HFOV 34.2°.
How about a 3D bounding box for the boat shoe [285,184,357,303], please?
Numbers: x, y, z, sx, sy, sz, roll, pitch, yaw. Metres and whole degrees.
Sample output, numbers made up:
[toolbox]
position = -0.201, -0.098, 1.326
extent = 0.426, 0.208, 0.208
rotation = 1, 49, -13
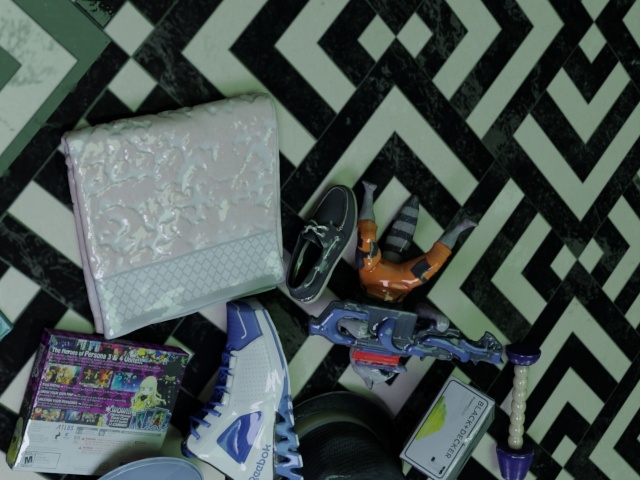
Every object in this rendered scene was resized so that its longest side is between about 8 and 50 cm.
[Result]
[boat shoe]
position = 0.000, 0.000, 1.669
extent = 0.206, 0.075, 0.065
rotation = -68, 153, -8

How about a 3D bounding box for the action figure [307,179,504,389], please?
[action figure]
position = 0.154, 0.100, 1.767
extent = 0.341, 0.178, 0.330
rotation = 18, 99, -12

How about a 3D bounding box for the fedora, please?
[fedora]
position = 0.045, 0.424, 1.796
extent = 0.334, 0.152, 0.334
rotation = -11, 109, -32

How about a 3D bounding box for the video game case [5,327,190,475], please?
[video game case]
position = -0.329, 0.248, 1.552
extent = 0.232, 0.042, 0.210
rotation = 13, 98, -37

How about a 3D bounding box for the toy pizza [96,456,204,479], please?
[toy pizza]
position = -0.279, 0.393, 1.604
extent = 0.201, 0.032, 0.201
rotation = -15, 136, -15

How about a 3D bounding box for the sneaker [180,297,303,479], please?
[sneaker]
position = -0.138, 0.260, 1.625
extent = 0.182, 0.127, 0.316
rotation = -11, 97, -12

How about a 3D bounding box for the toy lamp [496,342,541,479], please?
[toy lamp]
position = 0.392, 0.345, 2.058
extent = 0.080, 0.080, 0.275
rotation = -8, 109, -33

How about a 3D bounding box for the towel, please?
[towel]
position = -0.202, -0.040, 1.550
extent = 0.331, 0.053, 0.317
rotation = -16, 112, -31

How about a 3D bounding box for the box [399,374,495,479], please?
[box]
position = 0.230, 0.345, 1.843
extent = 0.169, 0.087, 0.290
rotation = -56, 165, -7

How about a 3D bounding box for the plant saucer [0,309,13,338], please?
[plant saucer]
position = -0.492, 0.073, 1.405
extent = 0.067, 0.018, 0.192
rotation = -41, 122, -18
